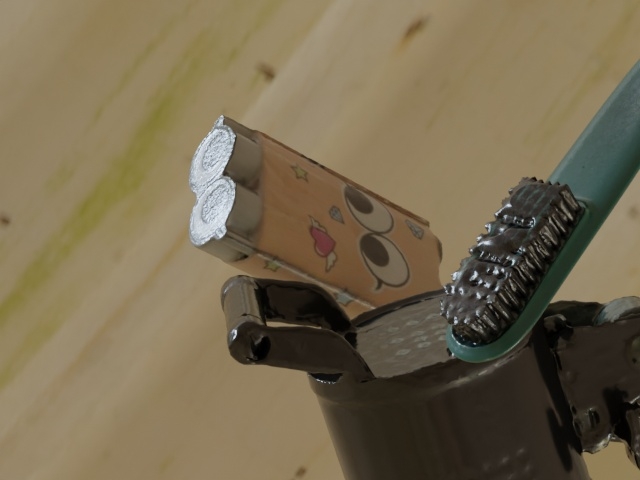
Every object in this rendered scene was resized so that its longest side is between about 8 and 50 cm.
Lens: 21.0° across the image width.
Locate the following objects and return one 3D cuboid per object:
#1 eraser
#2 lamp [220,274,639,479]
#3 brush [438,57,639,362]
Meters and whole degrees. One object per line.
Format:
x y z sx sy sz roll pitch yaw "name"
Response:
0.000 0.000 1.809 0.290 0.087 0.171 26 -140 -30 "eraser"
0.105 0.175 1.442 0.374 0.272 0.205 0 -168 -6 "lamp"
0.110 -0.029 0.752 0.043 0.193 0.032 15 152 47 "brush"
